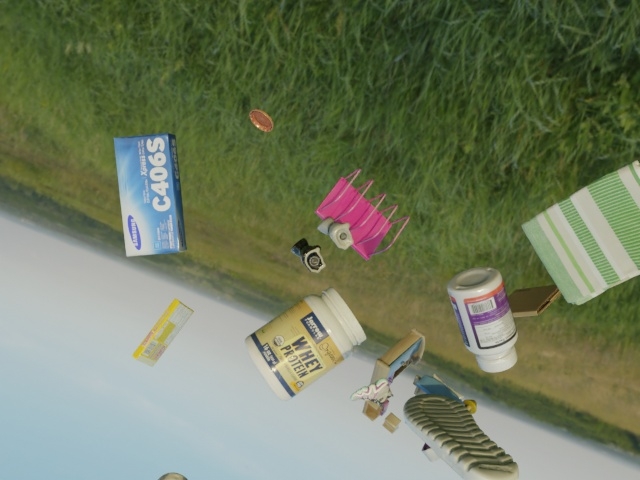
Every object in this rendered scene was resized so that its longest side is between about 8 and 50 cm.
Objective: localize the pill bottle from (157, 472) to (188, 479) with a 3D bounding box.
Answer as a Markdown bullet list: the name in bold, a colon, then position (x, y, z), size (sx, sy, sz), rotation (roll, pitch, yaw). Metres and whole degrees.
- **pill bottle**: position (-0.488, 0.835, 1.858), size (0.119, 0.209, 0.119), rotation (18, -144, -13)

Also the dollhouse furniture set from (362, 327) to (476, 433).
- **dollhouse furniture set**: position (0.322, 0.473, 1.777), size (0.303, 0.198, 0.287), rotation (34, 134, 29)

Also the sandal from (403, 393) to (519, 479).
- **sandal**: position (0.302, 0.479, 1.377), size (0.169, 0.102, 0.416), rotation (1, -171, -12)

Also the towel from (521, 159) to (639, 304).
- **towel**: position (0.675, -0.010, 1.415), size (0.038, 0.248, 0.325), rotation (-15, 163, -42)

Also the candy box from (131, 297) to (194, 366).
- **candy box**: position (-0.467, 0.275, 1.759), size (0.027, 0.206, 0.105), rotation (30, 166, 22)

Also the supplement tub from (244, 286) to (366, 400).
- **supplement tub**: position (-0.044, 0.305, 1.773), size (0.228, 0.316, 0.228), rotation (55, 173, 10)

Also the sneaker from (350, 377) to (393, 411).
- **sneaker**: position (0.124, 0.371, 1.376), size (0.038, 0.098, 0.069), rotation (82, 162, -68)

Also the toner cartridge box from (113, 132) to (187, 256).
- **toner cartridge box**: position (-0.499, -0.134, 1.738), size (0.165, 0.348, 0.075), rotation (-5, -176, 5)

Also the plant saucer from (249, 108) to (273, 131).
- **plant saucer**: position (-0.178, -0.367, 1.793), size (0.083, 0.013, 0.084), rotation (25, 152, 14)

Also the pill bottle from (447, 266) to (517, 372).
- **pill bottle**: position (0.329, 0.159, 1.173), size (0.108, 0.108, 0.194), rotation (7, 122, 57)

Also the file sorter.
- **file sorter**: position (0.172, -0.107, 2.303), size (0.290, 0.202, 0.182), rotation (43, 152, -11)

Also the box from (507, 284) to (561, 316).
- **box**: position (0.677, 0.202, 1.940), size (0.021, 0.164, 0.201), rotation (60, 150, -7)

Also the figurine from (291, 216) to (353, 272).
- **figurine**: position (0.000, 0.000, 2.126), size (0.092, 0.214, 0.209), rotation (53, 173, -23)
